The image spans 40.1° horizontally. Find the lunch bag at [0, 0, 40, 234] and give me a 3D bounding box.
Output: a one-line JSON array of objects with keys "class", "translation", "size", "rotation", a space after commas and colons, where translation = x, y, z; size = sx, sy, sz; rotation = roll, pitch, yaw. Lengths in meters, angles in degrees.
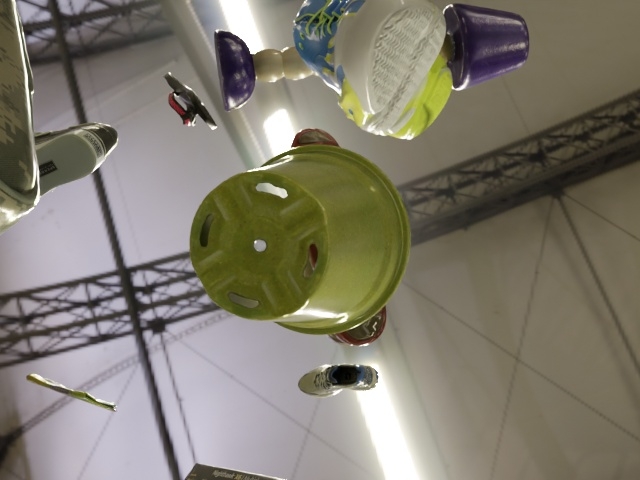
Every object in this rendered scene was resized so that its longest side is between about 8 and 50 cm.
[{"class": "lunch bag", "translation": [-0.338, -0.081, 0.534], "size": [0.256, 0.212, 0.305], "rotation": [-35, -131, 11]}]

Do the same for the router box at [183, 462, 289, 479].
[{"class": "router box", "translation": [-0.153, 0.466, 1.307], "size": [0.309, 0.081, 0.243], "rotation": [-7, -143, 49]}]

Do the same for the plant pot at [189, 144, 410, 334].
[{"class": "plant pot", "translation": [-0.039, 0.003, 1.149], "size": [0.276, 0.254, 0.276], "rotation": [1, -88, 16]}]

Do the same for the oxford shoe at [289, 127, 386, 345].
[{"class": "oxford shoe", "translation": [0.000, 0.000, 1.380], "size": [0.130, 0.123, 0.348], "rotation": [-27, -108, 64]}]

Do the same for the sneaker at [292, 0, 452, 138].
[{"class": "sneaker", "translation": [0.020, -0.136, 0.620], "size": [0.126, 0.240, 0.091], "rotation": [36, -88, 13]}]

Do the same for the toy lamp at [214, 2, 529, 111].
[{"class": "toy lamp", "translation": [0.047, -0.163, 0.776], "size": [0.080, 0.275, 0.080], "rotation": [171, -90, -83]}]

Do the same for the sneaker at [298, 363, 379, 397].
[{"class": "sneaker", "translation": [0.020, 0.213, 1.373], "size": [0.135, 0.058, 0.052], "rotation": [-14, -114, 24]}]

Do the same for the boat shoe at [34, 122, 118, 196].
[{"class": "boat shoe", "translation": [-0.503, -0.149, 1.602], "size": [0.306, 0.105, 0.113], "rotation": [-19, -70, 29]}]

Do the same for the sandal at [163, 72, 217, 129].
[{"class": "sandal", "translation": [-0.204, -0.201, 1.312], "size": [0.040, 0.067, 0.179], "rotation": [-38, -143, -7]}]

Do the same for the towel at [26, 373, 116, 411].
[{"class": "towel", "translation": [-0.253, 0.154, 0.889], "size": [0.083, 0.060, 0.009], "rotation": [11, -109, 30]}]
